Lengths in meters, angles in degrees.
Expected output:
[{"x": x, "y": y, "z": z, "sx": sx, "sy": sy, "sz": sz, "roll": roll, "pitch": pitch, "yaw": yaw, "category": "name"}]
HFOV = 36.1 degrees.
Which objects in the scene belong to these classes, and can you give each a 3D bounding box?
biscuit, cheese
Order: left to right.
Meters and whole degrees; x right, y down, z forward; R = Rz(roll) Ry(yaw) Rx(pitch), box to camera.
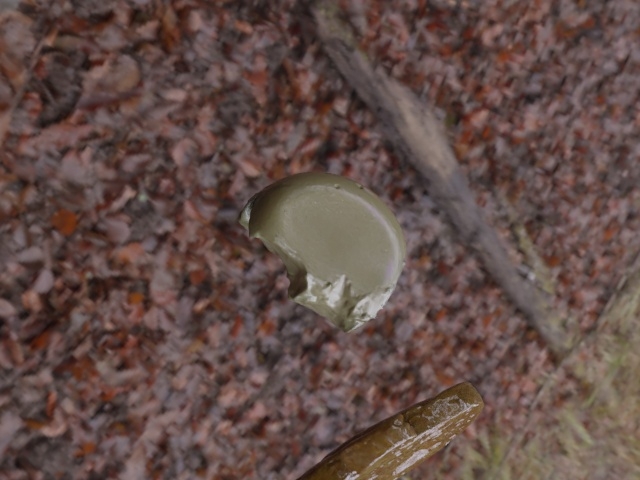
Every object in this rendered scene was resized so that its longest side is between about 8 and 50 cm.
[{"x": 0.000, "y": 0.000, "z": 1.192, "sx": 0.175, "sy": 0.202, "sz": 0.091, "roll": -62, "pitch": -170, "yaw": -23, "category": "cheese"}, {"x": 0.064, "y": 0.304, "z": 1.360, "sx": 0.367, "sy": 0.063, "sz": 0.314, "roll": -28, "pitch": 158, "yaw": -15, "category": "biscuit"}]
